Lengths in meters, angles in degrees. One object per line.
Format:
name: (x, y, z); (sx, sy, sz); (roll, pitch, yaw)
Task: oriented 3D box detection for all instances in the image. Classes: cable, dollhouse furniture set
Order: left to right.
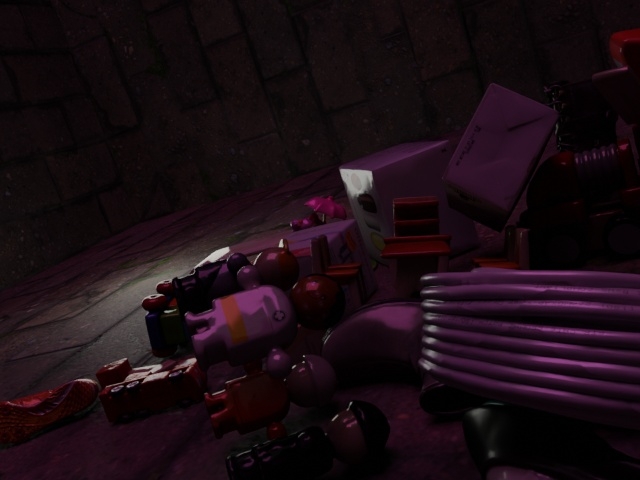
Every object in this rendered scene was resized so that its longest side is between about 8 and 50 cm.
dollhouse furniture set: (0.129, 0.009, 0.840); (0.262, 0.135, 0.259); (-3, 3, 8)
cable: (0.197, 0.075, 0.442); (0.257, 0.089, 0.257); (11, -6, -34)

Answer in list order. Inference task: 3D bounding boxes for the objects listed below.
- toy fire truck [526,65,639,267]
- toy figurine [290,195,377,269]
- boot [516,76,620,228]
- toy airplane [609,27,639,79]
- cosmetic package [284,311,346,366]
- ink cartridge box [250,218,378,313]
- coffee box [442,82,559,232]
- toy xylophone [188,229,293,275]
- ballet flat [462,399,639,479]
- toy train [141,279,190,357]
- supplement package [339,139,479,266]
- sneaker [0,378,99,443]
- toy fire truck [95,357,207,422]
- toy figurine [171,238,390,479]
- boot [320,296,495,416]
toy fire truck: (0.374, -0.100, 0.823); (0.217, 0.246, 0.158); (-12, 13, 30)
toy figurine: (0.000, 0.000, 1.156); (0.173, 0.159, 0.130); (-21, 12, -6)
boot: (0.410, -0.151, 1.041); (0.263, 0.229, 0.091); (-23, 13, -20)
toy airplane: (0.772, -0.298, 1.200); (0.384, 0.272, 0.386); (36, 35, 29)
cosmetic package: (-0.016, 0.131, 0.831); (0.115, 0.060, 0.041); (-22, 11, -9)
ink cartridge box: (-0.009, 0.058, 0.981); (0.127, 0.128, 0.176); (-12, 14, 28)
coffee box: (0.251, -0.105, 0.890); (0.098, 0.141, 0.246); (28, 2, 15)
toy xylophone: (-0.150, 0.059, 1.305); (0.323, 0.081, 0.236); (-13, 13, 25)
ballet flat: (0.167, 0.162, 0.349); (0.096, 0.095, 0.280); (-39, 20, -27)
toy train: (-0.218, 0.117, 1.131); (0.143, 0.105, 0.248); (-8, 12, 3)
supplement package: (0.153, -0.066, 1.132); (0.149, 0.194, 0.203); (-22, 12, -11)
sneaker: (-0.413, 0.254, 0.921); (0.175, 0.064, 0.067); (-16, -9, -10)
toy fire truck: (-0.244, 0.202, 0.890); (0.192, 0.047, 0.135); (-16, 11, 9)
toy figurine: (-0.042, 0.113, 0.594); (0.148, 0.209, 0.213); (-16, 11, -15)
boot: (0.106, 0.122, 0.651); (0.247, 0.083, 0.161); (-17, 18, 13)
